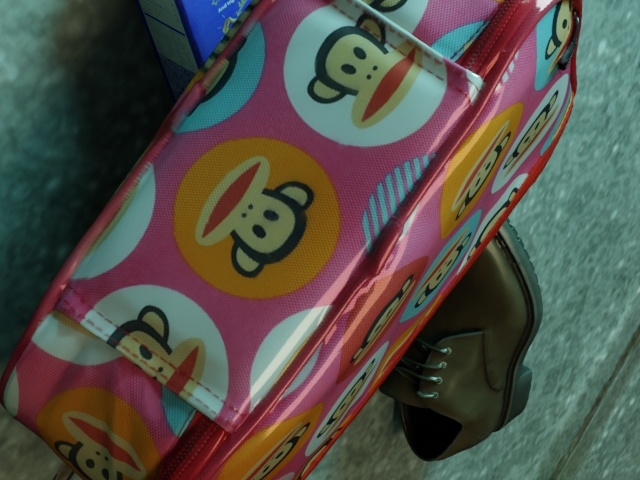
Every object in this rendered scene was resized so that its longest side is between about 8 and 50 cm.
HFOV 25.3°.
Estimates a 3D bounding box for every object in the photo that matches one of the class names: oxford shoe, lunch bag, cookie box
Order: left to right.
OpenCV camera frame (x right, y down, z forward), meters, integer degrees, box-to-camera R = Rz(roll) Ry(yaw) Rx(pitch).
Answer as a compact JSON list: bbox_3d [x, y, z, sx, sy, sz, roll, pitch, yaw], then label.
[{"bbox_3d":[-0.037,-0.118,0.634,0.092,0.040,0.107,-45,144,-23],"label":"cookie box"},{"bbox_3d":[0.000,0.000,0.665,0.293,0.120,0.258,-53,168,-3],"label":"lunch bag"},{"bbox_3d":[0.081,0.059,0.883,0.096,0.083,0.227,-35,137,-28],"label":"oxford shoe"}]
